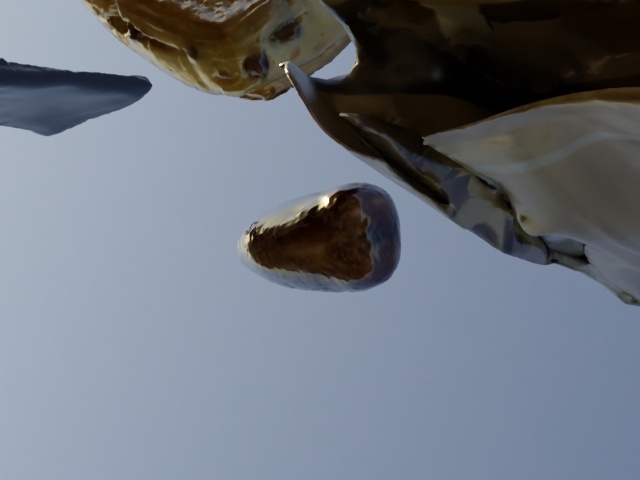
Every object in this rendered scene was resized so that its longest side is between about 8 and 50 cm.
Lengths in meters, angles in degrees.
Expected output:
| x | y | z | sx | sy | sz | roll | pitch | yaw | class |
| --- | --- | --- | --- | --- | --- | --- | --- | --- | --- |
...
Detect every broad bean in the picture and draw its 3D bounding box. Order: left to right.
| x | y | z | sx | sy | sz | roll | pitch | yaw | class |
| --- | --- | --- | --- | --- | --- | --- | --- | --- | --- |
| 0.000 | 0.000 | 1.430 | 0.165 | 0.114 | 0.084 | -5 | -94 | 48 | broad bean |

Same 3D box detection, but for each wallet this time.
| x | y | z | sx | sy | sz | roll | pitch | yaw | class |
| --- | --- | --- | --- | --- | --- | --- | --- | --- | --- |
| -0.283 | -0.129 | 1.650 | 0.146 | 0.285 | 0.030 | -18 | -98 | 29 | wallet |

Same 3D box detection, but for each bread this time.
| x | y | z | sx | sy | sz | roll | pitch | yaw | class |
| --- | --- | --- | --- | --- | --- | --- | --- | --- | --- |
| -0.060 | -0.200 | 1.461 | 0.235 | 0.210 | 0.099 | 25 | -36 | 42 | bread |

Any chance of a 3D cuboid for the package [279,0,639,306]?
| x | y | z | sx | sy | sz | roll | pitch | yaw | class |
| --- | --- | --- | --- | --- | --- | --- | --- | --- | --- |
| 0.130 | -0.036 | 0.643 | 0.165 | 0.311 | 0.221 | -43 | -119 | 7 | package |
